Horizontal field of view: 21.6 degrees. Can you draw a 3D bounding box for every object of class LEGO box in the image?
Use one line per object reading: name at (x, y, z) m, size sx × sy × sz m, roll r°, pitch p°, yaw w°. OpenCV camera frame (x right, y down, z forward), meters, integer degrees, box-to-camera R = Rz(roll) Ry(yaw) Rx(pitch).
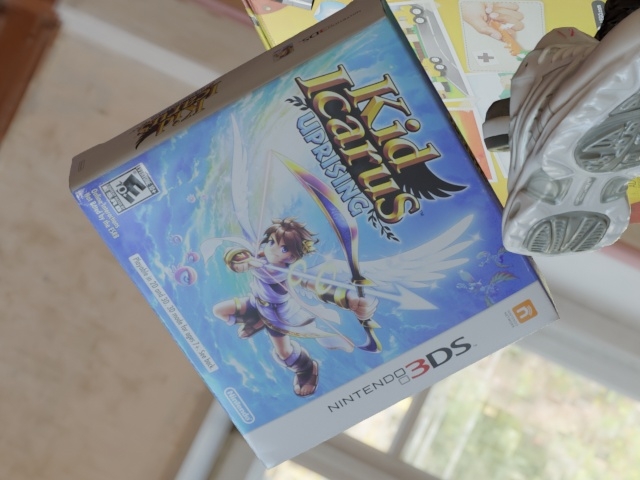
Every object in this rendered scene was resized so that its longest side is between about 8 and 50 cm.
LEGO box at (0.163, -0.214, 1.778) m, size 0.500 × 0.372 × 0.193 m, roll 62°, pitch 32°, yaw -56°

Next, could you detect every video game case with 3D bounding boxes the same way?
video game case at (0.000, 0.000, 1.170) m, size 0.244 × 0.269 × 0.061 m, roll -29°, pitch -154°, yaw 8°

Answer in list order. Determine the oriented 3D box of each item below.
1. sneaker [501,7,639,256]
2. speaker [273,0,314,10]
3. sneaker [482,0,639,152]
sneaker at (0.148, -0.082, 0.940) m, size 0.232 × 0.090 × 0.115 m, roll 120°, pitch -34°, yaw -61°
speaker at (-0.064, -0.230, 1.368) m, size 0.055 × 0.136 × 0.055 m, roll 14°, pitch 90°, yaw -90°
sneaker at (0.253, -0.183, 1.385) m, size 0.124 × 0.295 × 0.178 m, roll 169°, pitch -95°, yaw -72°
